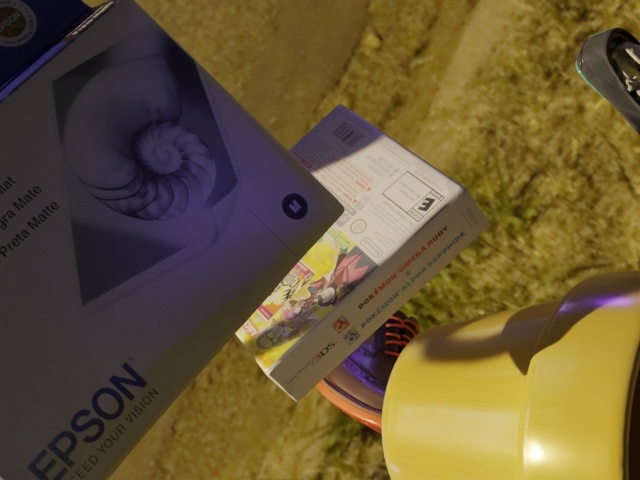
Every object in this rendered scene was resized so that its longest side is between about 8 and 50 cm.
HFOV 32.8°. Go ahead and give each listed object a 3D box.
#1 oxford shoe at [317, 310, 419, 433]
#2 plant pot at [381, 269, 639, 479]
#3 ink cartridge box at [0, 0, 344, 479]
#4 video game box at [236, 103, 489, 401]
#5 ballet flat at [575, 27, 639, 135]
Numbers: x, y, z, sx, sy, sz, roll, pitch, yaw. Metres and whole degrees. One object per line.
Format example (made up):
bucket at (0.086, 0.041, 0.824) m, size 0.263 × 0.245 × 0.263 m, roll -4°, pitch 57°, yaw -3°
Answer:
oxford shoe at (0.054, 0.114, 1.050) m, size 0.098 × 0.097 × 0.271 m, roll -58°, pitch 20°, yaw 6°
plant pot at (0.188, 0.149, 0.853) m, size 0.239 × 0.254 × 0.254 m, roll -2°, pitch 65°, yaw 42°
ink cartridge box at (-0.135, -0.015, 0.526) m, size 0.223 × 0.224 × 0.045 m, roll -50°, pitch 4°, yaw -27°
video game box at (0.000, 0.000, 0.823) m, size 0.187 × 0.048 × 0.205 m, roll -40°, pitch 34°, yaw -4°
ballet flat at (0.321, -0.119, 1.003) m, size 0.203 × 0.074 × 0.074 m, roll 48°, pitch 110°, yaw 6°
